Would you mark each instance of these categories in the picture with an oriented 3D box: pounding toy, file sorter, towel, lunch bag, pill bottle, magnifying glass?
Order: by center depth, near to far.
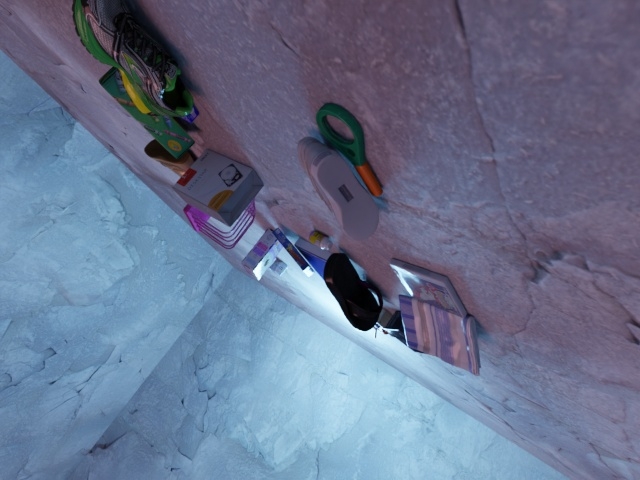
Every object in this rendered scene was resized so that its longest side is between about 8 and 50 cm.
[{"bbox_3d":[0.066,-0.168,0.802,0.092,0.026,0.231,21,157,44],"label":"magnifying glass"},{"bbox_3d":[0.368,0.292,1.310,0.285,0.034,0.209,13,123,52],"label":"towel"},{"bbox_3d":[0.000,0.000,1.395,0.083,0.043,0.043,28,163,27],"label":"pill bottle"},{"bbox_3d":[-0.363,-0.103,1.580,0.182,0.202,0.291,35,165,0],"label":"file sorter"},{"bbox_3d":[0.261,0.365,1.805,0.130,0.100,0.141,43,163,-21],"label":"pounding toy"},{"bbox_3d":[-0.228,0.149,2.275,0.083,0.071,0.053,29,159,32],"label":"lunch bag"}]

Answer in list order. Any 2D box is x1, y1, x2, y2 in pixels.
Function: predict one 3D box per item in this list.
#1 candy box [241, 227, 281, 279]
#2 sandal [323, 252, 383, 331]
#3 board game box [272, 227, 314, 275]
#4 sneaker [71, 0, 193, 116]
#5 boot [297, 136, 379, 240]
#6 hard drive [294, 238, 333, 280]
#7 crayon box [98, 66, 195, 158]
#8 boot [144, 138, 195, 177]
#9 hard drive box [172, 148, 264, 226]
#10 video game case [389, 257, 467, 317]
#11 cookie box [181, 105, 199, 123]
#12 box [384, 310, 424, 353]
[{"bbox_3d":[-0.252,0.062,1.832,0.070,0.196,0.165,33,164,10],"label":"candy box"},{"bbox_3d":[0.146,0.211,1.510,0.107,0.168,0.446,3,148,32],"label":"sandal"},{"bbox_3d":[-0.105,0.048,1.646,0.201,0.035,0.136,49,177,17],"label":"board game box"},{"bbox_3d":[-0.389,-0.412,0.913,0.146,0.134,0.343,13,159,19],"label":"sneaker"},{"bbox_3d":[0.039,-0.114,0.896,0.123,0.095,0.258,55,178,46],"label":"boot"},{"bbox_3d":[0.042,0.124,1.676,0.210,0.040,0.319,24,161,38],"label":"hard drive"},{"bbox_3d":[-0.516,-0.383,1.237,0.278,0.081,0.165,49,174,-36],"label":"crayon box"},{"bbox_3d":[-0.559,-0.295,1.642,0.262,0.095,0.203,21,161,31],"label":"boot"},{"bbox_3d":[-0.330,-0.173,1.338,0.232,0.181,0.089,26,161,31],"label":"hard drive box"},{"bbox_3d":[0.305,0.136,1.179,0.183,0.023,0.201,20,158,45],"label":"video game case"},{"bbox_3d":[-0.397,-0.380,1.130,0.107,0.040,0.092,30,165,21],"label":"cookie box"},{"bbox_3d":[0.350,0.347,1.574,0.156,0.093,0.158,37,166,-3],"label":"box"}]
